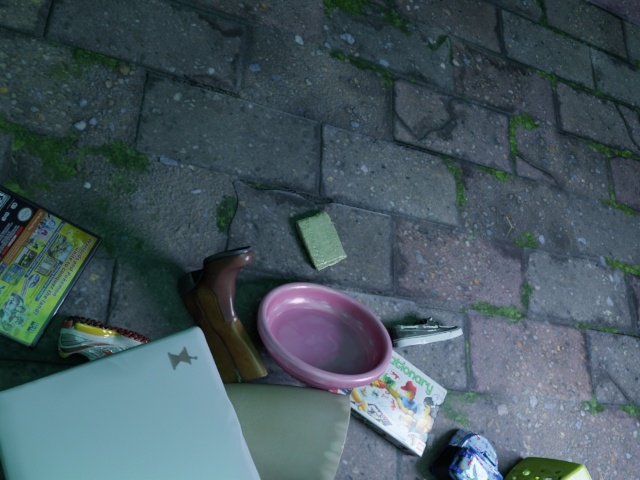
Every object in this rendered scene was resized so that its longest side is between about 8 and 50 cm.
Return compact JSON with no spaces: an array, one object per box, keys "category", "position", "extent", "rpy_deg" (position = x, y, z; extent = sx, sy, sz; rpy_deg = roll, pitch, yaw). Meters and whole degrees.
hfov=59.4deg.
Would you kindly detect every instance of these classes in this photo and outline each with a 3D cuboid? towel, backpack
[{"category":"towel","position":[0.000,0.000,1.516],"extent":[0.110,0.027,0.148],"rpy_deg":[-22,84,-30]},{"category":"backpack","position":[0.396,0.585,1.461],"extent":[0.173,0.117,0.158],"rpy_deg":[-41,94,-34]}]

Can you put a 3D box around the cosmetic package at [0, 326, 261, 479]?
[{"category":"cosmetic package","position":[-0.333,0.401,0.967],"extent":[0.327,0.394,0.329],"rpy_deg":[-15,68,-30]}]

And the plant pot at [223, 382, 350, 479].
[{"category":"plant pot","position":[-0.107,0.417,1.212],"extent":[0.274,0.256,0.256],"rpy_deg":[19,64,-3]}]

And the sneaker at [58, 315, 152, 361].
[{"category":"sneaker","position":[-0.441,0.232,1.193],"extent":[0.225,0.088,0.093],"rpy_deg":[21,85,-19]}]

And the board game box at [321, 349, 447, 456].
[{"category":"board game box","position":[0.169,0.390,1.450],"extent":[0.305,0.053,0.193],"rpy_deg":[37,60,-11]}]

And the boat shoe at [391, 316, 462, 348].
[{"category":"boat shoe","position":[0.296,0.248,1.549],"extent":[0.219,0.078,0.070],"rpy_deg":[-3,75,-26]}]

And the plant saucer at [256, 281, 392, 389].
[{"category":"plant saucer","position":[0.003,0.231,1.329],"extent":[0.332,0.084,0.332],"rpy_deg":[17,29,-10]}]

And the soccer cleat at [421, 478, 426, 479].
[{"category":"soccer cleat","position":[0.281,0.645,1.434],"extent":[0.035,0.029,0.083],"rpy_deg":[-20,85,-39]}]

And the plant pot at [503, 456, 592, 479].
[{"category":"plant pot","position":[0.577,0.717,1.448],"extent":[0.207,0.228,0.227],"rpy_deg":[-19,82,-23]}]

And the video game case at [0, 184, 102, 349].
[{"category":"video game case","position":[-0.641,0.051,1.173],"extent":[0.248,0.035,0.275],"rpy_deg":[30,61,-14]}]

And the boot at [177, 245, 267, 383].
[{"category":"boot","position":[-0.192,0.172,1.227],"extent":[0.096,0.264,0.280],"rpy_deg":[-12,75,-55]}]
